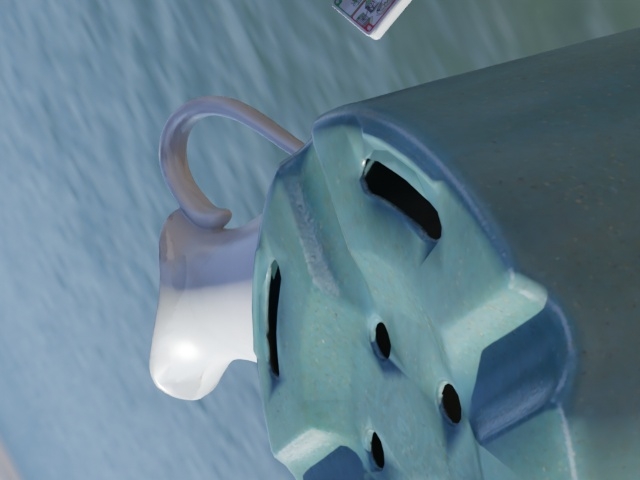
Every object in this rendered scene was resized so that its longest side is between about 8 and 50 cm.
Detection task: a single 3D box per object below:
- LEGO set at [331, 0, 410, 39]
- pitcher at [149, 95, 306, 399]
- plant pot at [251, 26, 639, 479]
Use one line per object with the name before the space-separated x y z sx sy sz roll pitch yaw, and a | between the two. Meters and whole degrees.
LEGO set | 0.068 -0.293 1.219 0.182 0.244 0.060 44 -172 30
pitcher | 0.000 0.000 0.869 0.207 0.125 0.178 -5 97 33
plant pot | 0.171 0.046 0.661 0.341 0.334 0.341 38 134 54
